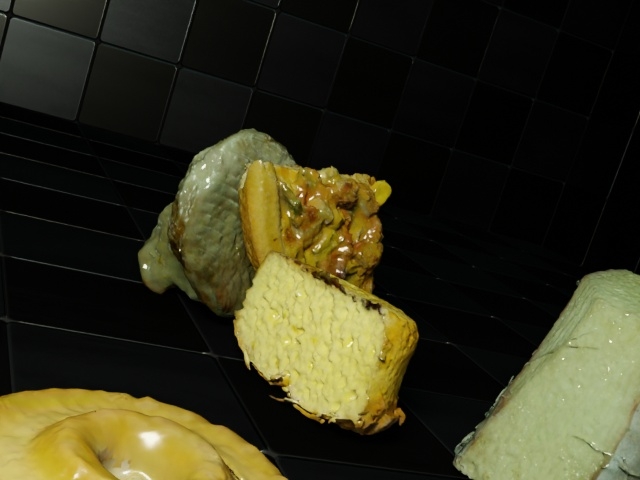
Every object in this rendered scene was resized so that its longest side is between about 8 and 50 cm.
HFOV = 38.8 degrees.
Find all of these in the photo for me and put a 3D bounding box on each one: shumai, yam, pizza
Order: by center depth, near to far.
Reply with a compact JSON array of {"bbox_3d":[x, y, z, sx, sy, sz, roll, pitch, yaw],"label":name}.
[{"bbox_3d":[0.310,0.174,0.990,0.201,0.271,0.202,9,19,-46],"label":"yam"},{"bbox_3d":[-0.012,0.032,1.222,0.258,0.268,0.087,2,6,-44],"label":"pizza"},{"bbox_3d":[-0.157,-0.037,1.273,0.203,0.272,0.222,26,11,39],"label":"shumai"}]

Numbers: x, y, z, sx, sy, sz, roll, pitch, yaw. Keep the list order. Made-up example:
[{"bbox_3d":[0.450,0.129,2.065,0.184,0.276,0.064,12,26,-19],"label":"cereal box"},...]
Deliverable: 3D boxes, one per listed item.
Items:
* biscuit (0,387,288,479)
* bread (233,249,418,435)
[{"bbox_3d":[-0.137,0.186,0.636,0.296,0.102,0.296,18,8,-3],"label":"biscuit"},{"bbox_3d":[0.022,0.123,1.081,0.147,0.160,0.260,17,2,-40],"label":"bread"}]
